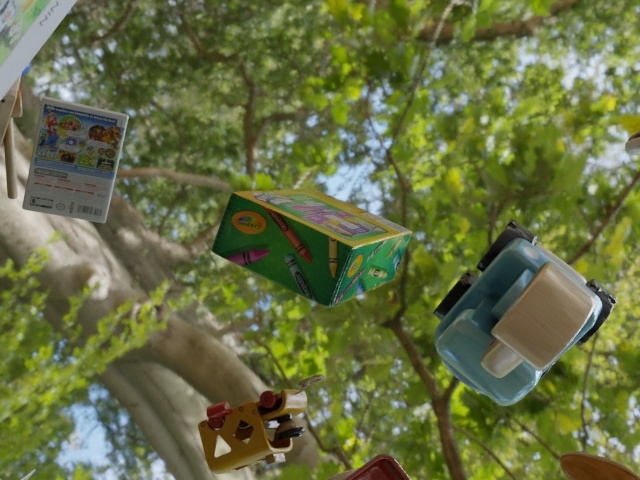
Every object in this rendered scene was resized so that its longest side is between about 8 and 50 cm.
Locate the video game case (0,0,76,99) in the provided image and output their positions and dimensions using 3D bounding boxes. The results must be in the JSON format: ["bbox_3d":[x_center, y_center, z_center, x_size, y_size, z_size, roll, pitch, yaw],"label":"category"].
[{"bbox_3d":[-0.123,-0.168,0.366,0.193,0.023,0.212,-56,-179,-8],"label":"video game case"}]

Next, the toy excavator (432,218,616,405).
[{"bbox_3d":[0.299,0.138,1.264,0.445,0.222,0.433,-42,169,-49],"label":"toy excavator"}]

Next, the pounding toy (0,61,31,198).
[{"bbox_3d":[-0.349,-0.144,0.871,0.130,0.100,0.141,-47,-143,46],"label":"pounding toy"}]

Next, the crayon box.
[{"bbox_3d":[0.000,0.000,1.075,0.165,0.081,0.278,24,-168,17],"label":"crayon box"}]

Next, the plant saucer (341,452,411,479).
[{"bbox_3d":[0.035,0.376,0.862,0.259,0.258,0.048,-36,-168,4],"label":"plant saucer"}]

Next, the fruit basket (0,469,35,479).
[{"bbox_3d":[-0.532,0.462,1.031,0.327,0.165,0.353,-44,-175,33],"label":"fruit basket"}]

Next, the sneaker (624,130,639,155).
[{"bbox_3d":[0.626,-0.240,1.338,0.296,0.146,0.104,-20,169,17],"label":"sneaker"}]

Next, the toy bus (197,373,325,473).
[{"bbox_3d":[-0.089,0.303,1.312,0.191,0.104,0.202,-10,160,-22],"label":"toy bus"}]

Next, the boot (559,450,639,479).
[{"bbox_3d":[0.476,0.485,1.341,0.295,0.104,0.211,23,-122,40],"label":"boot"}]

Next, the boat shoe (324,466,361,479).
[{"bbox_3d":[0.095,0.464,1.446,0.117,0.324,0.096,-20,-118,13],"label":"boat shoe"}]

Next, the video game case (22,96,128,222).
[{"bbox_3d":[-0.258,-0.083,0.869,0.087,0.122,0.011,10,-162,-21],"label":"video game case"}]
